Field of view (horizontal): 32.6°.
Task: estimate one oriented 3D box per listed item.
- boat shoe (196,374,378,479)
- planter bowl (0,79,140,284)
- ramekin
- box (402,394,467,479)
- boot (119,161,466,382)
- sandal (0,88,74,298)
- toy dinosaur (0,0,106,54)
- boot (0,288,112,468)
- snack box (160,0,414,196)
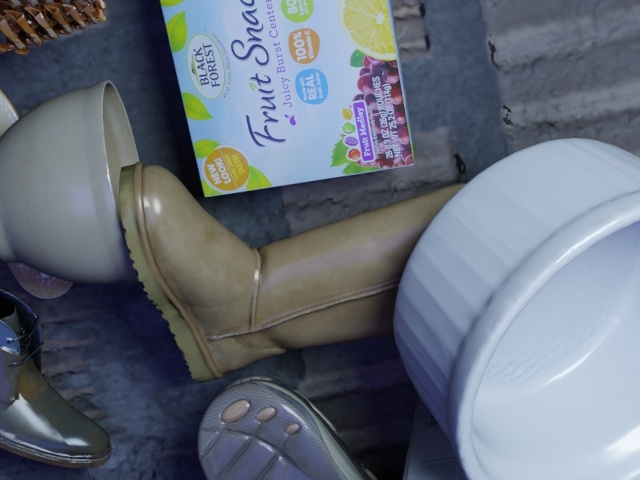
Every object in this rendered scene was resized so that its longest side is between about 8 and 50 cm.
[{"bbox_3d":[0.027,0.262,0.970,0.132,0.130,0.355,-28,98,11],"label":"boat shoe"},{"bbox_3d":[-0.204,-0.037,0.865,0.109,0.162,0.162,-10,107,0],"label":"planter bowl"},{"bbox_3d":[0.190,0.058,0.825,0.277,0.135,0.277,-14,126,-20],"label":"ramekin"},{"bbox_3d":[0.151,0.306,0.916,0.059,0.232,0.322,-19,105,17],"label":"box"},{"bbox_3d":[0.000,0.000,0.868,0.270,0.089,0.236,-15,137,4],"label":"boot"},{"bbox_3d":[-0.284,-0.049,0.921,0.088,0.079,0.240,-25,104,14],"label":"sandal"},{"bbox_3d":[-0.319,-0.212,0.839,0.322,0.164,0.218,-2,135,-1],"label":"toy dinosaur"},{"bbox_3d":[-0.272,0.116,0.975,0.219,0.082,0.106,28,112,-2],"label":"boot"},{"bbox_3d":[-0.026,-0.151,0.865,0.175,0.070,0.207,-8,107,8],"label":"snack box"}]
